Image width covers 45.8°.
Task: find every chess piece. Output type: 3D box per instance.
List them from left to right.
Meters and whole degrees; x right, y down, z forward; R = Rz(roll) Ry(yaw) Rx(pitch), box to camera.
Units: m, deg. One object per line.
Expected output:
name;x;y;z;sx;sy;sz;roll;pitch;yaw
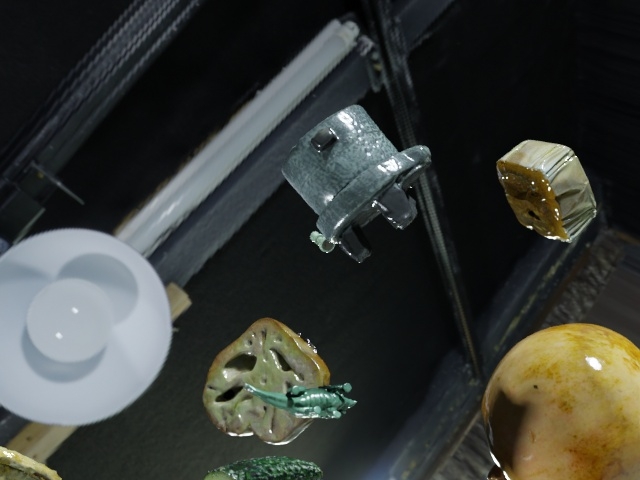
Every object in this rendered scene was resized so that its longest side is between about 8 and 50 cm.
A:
chess piece;0.000;0.000;1.984;0.042;0.093;0.042;-8;-72;-25

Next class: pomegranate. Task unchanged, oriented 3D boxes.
pomegranate;0.322;0.248;0.989;0.270;0.252;0.229;-43;-13;27

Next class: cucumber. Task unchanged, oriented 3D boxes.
cucumber;-0.071;0.341;1.083;0.068;0.067;0.293;-61;-26;3

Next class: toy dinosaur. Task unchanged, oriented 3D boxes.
toy dinosaur;-0.025;0.344;1.627;0.292;0.120;0.079;21;-120;-49

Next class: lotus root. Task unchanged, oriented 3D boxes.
lotus root;-0.161;0.420;2.266;0.111;0.390;0.375;42;-135;-58

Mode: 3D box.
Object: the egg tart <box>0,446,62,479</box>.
egg tart;-0.514;0.374;1.206;0.213;0.212;0.090;58;-134;-52

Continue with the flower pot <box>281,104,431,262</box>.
flower pot;0.099;-0.134;1.681;0.299;0.283;0.299;-36;-10;-7

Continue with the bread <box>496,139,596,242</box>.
bread;0.465;-0.103;1.583;0.109;0.210;0.192;-32;-67;-8
